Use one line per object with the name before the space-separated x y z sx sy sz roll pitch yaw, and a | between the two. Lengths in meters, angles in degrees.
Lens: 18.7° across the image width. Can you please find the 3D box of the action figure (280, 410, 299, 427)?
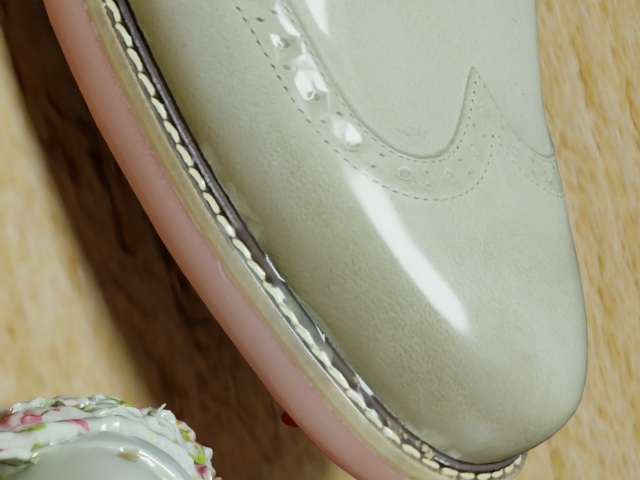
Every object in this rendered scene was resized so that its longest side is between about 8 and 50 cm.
action figure | 0.000 0.000 0.564 0.038 0.030 0.115 59 31 -36

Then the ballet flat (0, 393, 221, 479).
ballet flat | -0.070 0.078 0.380 0.241 0.077 0.091 -13 88 -59

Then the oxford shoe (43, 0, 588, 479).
oxford shoe | 0.010 -0.131 0.497 0.140 0.146 0.397 -10 83 -58
